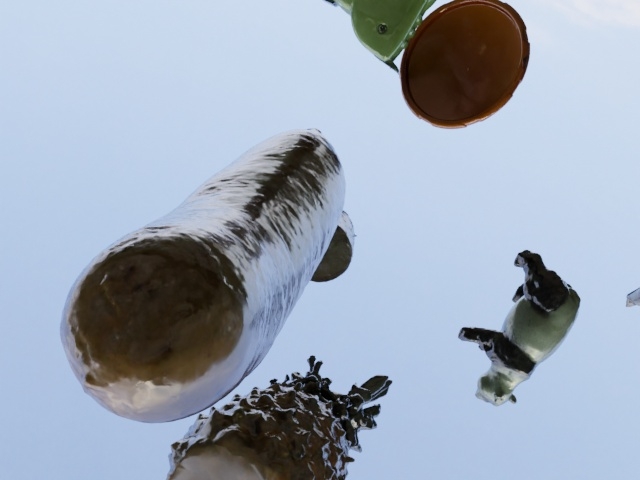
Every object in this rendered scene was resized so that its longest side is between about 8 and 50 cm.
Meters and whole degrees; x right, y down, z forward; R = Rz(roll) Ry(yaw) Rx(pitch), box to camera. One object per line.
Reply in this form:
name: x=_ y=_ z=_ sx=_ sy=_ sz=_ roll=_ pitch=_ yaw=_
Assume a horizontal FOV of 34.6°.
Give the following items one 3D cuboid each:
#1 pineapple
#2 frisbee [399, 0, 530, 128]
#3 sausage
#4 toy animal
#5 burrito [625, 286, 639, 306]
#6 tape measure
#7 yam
pineapple: x=-0.021 y=0.197 z=1.054 sx=0.169 sy=0.169 sz=0.340 roll=32 pitch=-158 yaw=13
frisbee: x=0.196 y=-0.238 z=1.389 sx=0.035 sy=0.192 sz=0.192 roll=24 pitch=-155 yaw=-55
sausage: x=-0.066 y=0.009 z=0.792 sx=0.123 sy=0.136 sz=0.501 roll=19 pitch=-162 yaw=6
toy animal: x=0.283 y=0.136 z=1.469 sx=0.094 sy=0.225 sz=0.121 roll=23 pitch=-164 yaw=-47
burrito: x=0.486 y=0.074 z=1.475 sx=0.051 sy=0.171 sz=0.042 roll=5 pitch=-113 yaw=-2
tape measure: x=0.079 y=-0.329 z=1.210 sx=0.175 sy=0.200 sz=0.106 roll=37 pitch=-168 yaw=3
yam: x=0.002 y=0.000 z=1.194 sx=0.079 sy=0.079 sz=0.141 roll=20 pitch=-169 yaw=-1
